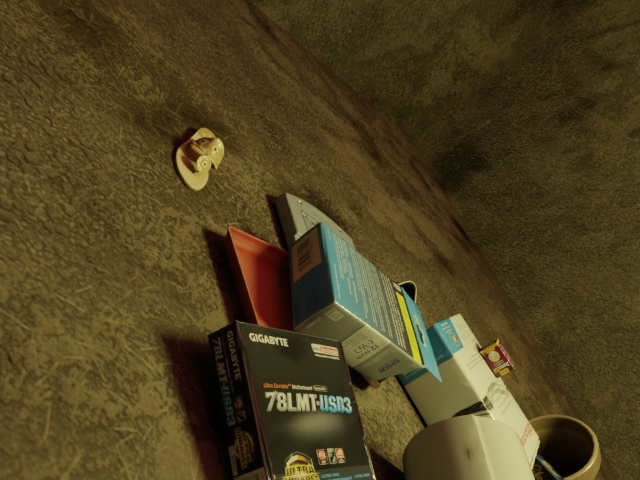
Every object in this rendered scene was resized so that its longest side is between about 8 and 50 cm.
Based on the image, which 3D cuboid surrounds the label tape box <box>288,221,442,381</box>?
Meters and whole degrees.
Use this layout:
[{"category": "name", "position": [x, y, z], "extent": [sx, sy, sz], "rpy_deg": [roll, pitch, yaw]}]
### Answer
[{"category": "label tape box", "position": [0.091, 0.154, 1.289], "extent": [0.347, 0.115, 0.249], "rpy_deg": [40, 24, -31]}]

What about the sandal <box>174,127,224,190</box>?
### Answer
[{"category": "sandal", "position": [-0.243, -0.198, 1.304], "extent": [0.088, 0.079, 0.240], "rpy_deg": [45, 22, -23]}]

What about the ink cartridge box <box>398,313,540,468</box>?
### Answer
[{"category": "ink cartridge box", "position": [0.373, 0.406, 1.572], "extent": [0.395, 0.166, 0.285], "rpy_deg": [59, 21, 15]}]

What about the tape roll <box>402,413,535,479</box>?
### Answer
[{"category": "tape roll", "position": [0.287, 0.480, 1.163], "extent": [0.246, 0.246, 0.169], "rpy_deg": [44, 24, -26]}]

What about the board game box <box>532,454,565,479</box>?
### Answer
[{"category": "board game box", "position": [0.556, 0.662, 1.467], "extent": [0.042, 0.165, 0.243], "rpy_deg": [22, 13, -30]}]

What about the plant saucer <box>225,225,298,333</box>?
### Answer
[{"category": "plant saucer", "position": [-0.081, 0.119, 1.207], "extent": [0.259, 0.047, 0.258], "rpy_deg": [28, 32, -51]}]

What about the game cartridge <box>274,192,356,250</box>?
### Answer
[{"category": "game cartridge", "position": [0.000, 0.000, 1.565], "extent": [0.294, 0.060, 0.196], "rpy_deg": [34, 32, -43]}]

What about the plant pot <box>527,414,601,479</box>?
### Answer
[{"category": "plant pot", "position": [0.702, 0.687, 1.790], "extent": [0.263, 0.263, 0.229], "rpy_deg": [-74, 143, -65]}]

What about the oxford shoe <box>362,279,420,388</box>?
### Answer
[{"category": "oxford shoe", "position": [0.158, 0.198, 1.457], "extent": [0.140, 0.146, 0.397], "rpy_deg": [52, 21, -14]}]

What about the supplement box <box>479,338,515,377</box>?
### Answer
[{"category": "supplement box", "position": [0.468, 0.312, 1.614], "extent": [0.083, 0.055, 0.043], "rpy_deg": [56, 19, 7]}]

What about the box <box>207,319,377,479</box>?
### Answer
[{"category": "box", "position": [-0.033, 0.289, 0.960], "extent": [0.295, 0.073, 0.293], "rpy_deg": [25, 45, -53]}]
